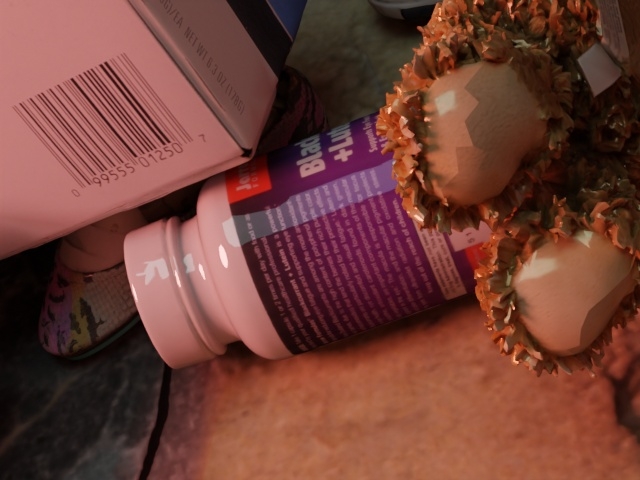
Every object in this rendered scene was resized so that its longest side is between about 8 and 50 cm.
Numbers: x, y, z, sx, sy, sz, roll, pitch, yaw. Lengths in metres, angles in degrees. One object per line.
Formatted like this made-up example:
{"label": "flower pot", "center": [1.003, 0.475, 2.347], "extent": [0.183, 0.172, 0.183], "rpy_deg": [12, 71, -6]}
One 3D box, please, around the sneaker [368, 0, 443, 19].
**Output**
{"label": "sneaker", "center": [0.081, -0.264, 0.972], "extent": [0.094, 0.153, 0.235], "rpy_deg": [21, 63, 36]}

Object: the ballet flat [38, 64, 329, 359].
{"label": "ballet flat", "center": [-0.090, -0.027, 0.897], "extent": [0.221, 0.079, 0.077], "rpy_deg": [-41, 46, -12]}

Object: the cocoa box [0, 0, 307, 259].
{"label": "cocoa box", "center": [-0.208, -0.138, 0.861], "extent": [0.347, 0.231, 0.228], "rpy_deg": [-21, 32, 29]}

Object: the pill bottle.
{"label": "pill bottle", "center": [0.000, 0.000, 0.815], "extent": [0.194, 0.108, 0.108], "rpy_deg": [-20, 47, 6]}

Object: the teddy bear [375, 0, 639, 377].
{"label": "teddy bear", "center": [0.116, -0.084, 0.760], "extent": [0.113, 0.245, 0.338], "rpy_deg": [-23, 41, 40]}
